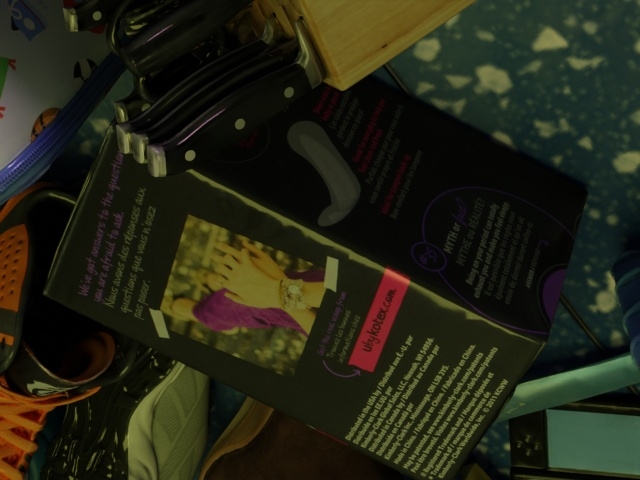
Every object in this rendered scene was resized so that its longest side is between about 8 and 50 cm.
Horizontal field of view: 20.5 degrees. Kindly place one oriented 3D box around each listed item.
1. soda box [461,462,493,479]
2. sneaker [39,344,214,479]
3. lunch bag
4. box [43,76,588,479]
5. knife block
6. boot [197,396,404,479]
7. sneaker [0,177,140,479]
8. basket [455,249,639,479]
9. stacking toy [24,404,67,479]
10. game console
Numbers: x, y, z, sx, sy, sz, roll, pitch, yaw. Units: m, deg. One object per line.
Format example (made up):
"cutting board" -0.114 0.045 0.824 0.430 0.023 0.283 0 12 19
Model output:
"soda box" 0.067 0.238 1.188 0.058 0.181 0.061 46 144 -16
"sneaker" -0.119 0.095 1.216 0.100 0.108 0.271 28 115 27
"lunch bag" -0.259 -0.054 1.052 0.303 0.243 0.115 -27 112 30
"box" 0.000 0.000 1.055 0.270 0.165 0.143 28 129 -2
"knife block" 0.015 -0.139 0.899 0.276 0.242 0.088 -8 129 22
"boot" -0.008 0.197 1.172 0.090 0.207 0.248 -1 126 -23
"sneaker" -0.211 0.113 1.107 0.125 0.321 0.180 12 174 -37
"basket" 0.206 0.125 1.020 0.289 0.255 0.201 -15 113 12
"stacking toy" -0.323 0.199 1.328 0.302 0.175 0.165 -18 119 41
"game console" 0.182 0.164 1.172 0.122 0.071 0.107 3 125 15
